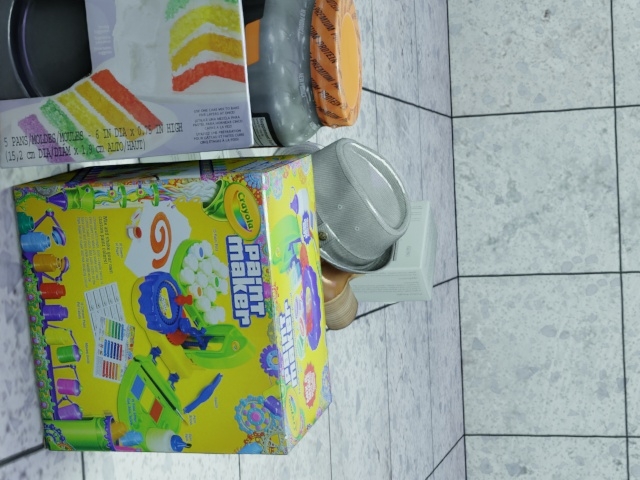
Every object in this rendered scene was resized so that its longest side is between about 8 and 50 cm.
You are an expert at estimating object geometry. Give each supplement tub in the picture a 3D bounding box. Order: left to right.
[{"bbox_3d":[-0.120,-0.198,1.346,0.193,0.315,0.194,-2,90,-78],"label":"supplement tub"}]

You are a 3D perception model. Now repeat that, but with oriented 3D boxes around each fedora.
[{"bbox_3d":[0.054,-0.079,2.030,0.275,0.124,0.243,55,38,0],"label":"fedora"}]

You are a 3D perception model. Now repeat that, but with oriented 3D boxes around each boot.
[{"bbox_3d":[0.000,0.000,2.162,0.283,0.109,0.220,-76,146,-50],"label":"boot"}]

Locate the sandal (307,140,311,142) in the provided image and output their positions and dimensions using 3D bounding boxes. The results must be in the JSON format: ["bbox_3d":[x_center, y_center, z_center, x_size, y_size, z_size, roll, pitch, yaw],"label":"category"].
[{"bbox_3d":[0.044,-0.078,2.173,0.255,0.054,0.097,58,10,15],"label":"sandal"}]

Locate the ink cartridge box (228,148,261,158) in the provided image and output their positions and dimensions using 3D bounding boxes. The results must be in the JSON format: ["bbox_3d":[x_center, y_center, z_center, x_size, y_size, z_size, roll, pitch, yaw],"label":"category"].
[{"bbox_3d":[-0.133,-0.232,1.724,0.148,0.085,0.203,62,31,-55],"label":"ink cartridge box"}]

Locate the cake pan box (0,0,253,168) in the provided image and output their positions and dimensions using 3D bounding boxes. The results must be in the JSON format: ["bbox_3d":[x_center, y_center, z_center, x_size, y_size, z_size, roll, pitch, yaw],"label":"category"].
[{"bbox_3d":[-0.208,-0.202,1.190,0.070,0.266,0.246,-153,-121,-80],"label":"cake pan box"}]

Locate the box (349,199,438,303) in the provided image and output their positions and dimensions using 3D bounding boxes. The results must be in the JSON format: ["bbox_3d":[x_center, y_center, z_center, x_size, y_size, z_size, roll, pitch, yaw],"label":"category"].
[{"bbox_3d":[0.139,0.023,2.448,0.119,0.180,0.182,69,24,-49],"label":"box"}]

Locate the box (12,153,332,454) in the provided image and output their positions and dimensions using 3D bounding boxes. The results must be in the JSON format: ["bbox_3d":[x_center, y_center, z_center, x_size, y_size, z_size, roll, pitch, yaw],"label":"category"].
[{"bbox_3d":[-0.152,0.065,1.288,0.177,0.279,0.290,-33,120,-71],"label":"box"}]

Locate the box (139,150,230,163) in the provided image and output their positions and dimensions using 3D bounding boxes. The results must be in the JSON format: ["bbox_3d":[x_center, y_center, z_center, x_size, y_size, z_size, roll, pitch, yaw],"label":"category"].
[{"bbox_3d":[-0.178,-0.118,1.555,0.101,0.087,0.102,-61,145,-60],"label":"box"}]
